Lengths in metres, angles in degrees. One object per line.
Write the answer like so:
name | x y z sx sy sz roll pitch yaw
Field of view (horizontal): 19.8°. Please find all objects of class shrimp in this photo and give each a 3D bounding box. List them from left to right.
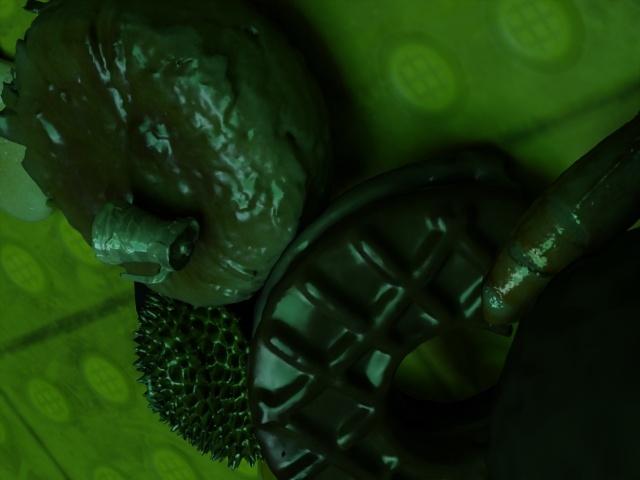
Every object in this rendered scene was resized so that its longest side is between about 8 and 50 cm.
shrimp | 0.224 -0.037 1.334 0.287 0.152 0.063 -46 69 21

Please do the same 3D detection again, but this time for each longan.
longan | 0.303 0.145 1.203 0.391 0.391 0.391 24 137 25

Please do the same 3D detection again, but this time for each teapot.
teapot | -0.142 0.002 1.519 0.083 0.057 0.067 9 95 27

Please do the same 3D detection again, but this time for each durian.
durian | -0.116 0.135 1.716 0.137 0.095 0.221 30 144 51

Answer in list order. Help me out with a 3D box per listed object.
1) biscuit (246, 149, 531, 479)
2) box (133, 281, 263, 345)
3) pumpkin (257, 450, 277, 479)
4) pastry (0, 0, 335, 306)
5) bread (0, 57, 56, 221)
biscuit | 0.074 0.116 1.514 0.268 0.115 0.366 -13 117 1
box | -0.095 0.071 1.769 0.212 0.042 0.201 28 139 22
pumpkin | 0.052 0.236 1.728 0.217 0.110 0.217 26 126 43
pastry | -0.123 -0.088 1.575 0.329 0.136 0.330 24 136 25
bread | -0.345 -0.134 1.816 0.251 0.039 0.182 44 142 2
